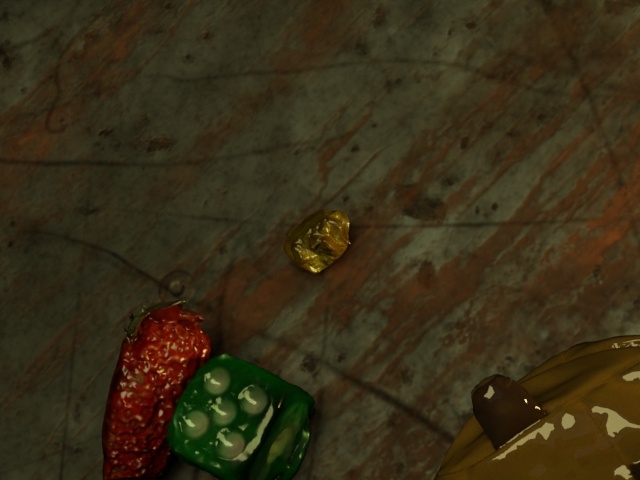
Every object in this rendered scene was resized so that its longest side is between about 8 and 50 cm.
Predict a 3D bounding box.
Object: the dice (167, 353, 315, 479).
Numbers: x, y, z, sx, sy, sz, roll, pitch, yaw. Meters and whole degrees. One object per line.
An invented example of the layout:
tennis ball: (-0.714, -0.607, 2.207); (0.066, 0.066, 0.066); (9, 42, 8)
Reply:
dice: (-0.087, 0.206, 1.815); (0.120, 0.128, 0.131); (23, 80, 26)

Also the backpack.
backpack: (0.303, 0.253, 1.601); (0.378, 0.201, 0.353); (-36, 82, 4)

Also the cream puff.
cream puff: (0.000, 0.000, 1.907); (0.058, 0.083, 0.083); (47, 75, -17)

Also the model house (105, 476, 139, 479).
model house: (-0.268, 0.361, 1.805); (0.203, 0.141, 0.164); (-18, 92, 8)

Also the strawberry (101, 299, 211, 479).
strawberry: (-0.186, 0.185, 1.845); (0.098, 0.174, 0.228); (12, 78, 2)
